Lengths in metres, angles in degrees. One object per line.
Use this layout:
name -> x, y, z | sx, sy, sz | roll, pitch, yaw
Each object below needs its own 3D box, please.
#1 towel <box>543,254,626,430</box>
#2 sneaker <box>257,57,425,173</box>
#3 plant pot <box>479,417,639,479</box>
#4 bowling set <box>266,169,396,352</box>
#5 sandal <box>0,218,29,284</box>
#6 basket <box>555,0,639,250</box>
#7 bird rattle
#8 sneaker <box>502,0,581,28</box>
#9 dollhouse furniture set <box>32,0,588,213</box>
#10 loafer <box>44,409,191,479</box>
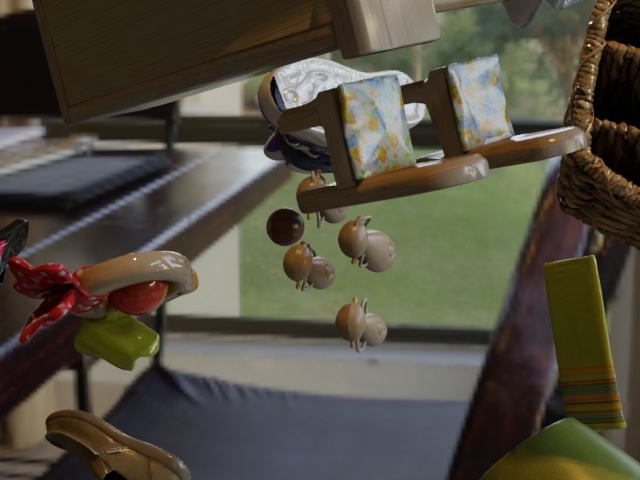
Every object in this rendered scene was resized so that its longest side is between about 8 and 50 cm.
towel -> 0.361, 0.142, 1.745 | 0.021, 0.237, 0.102 | -6, -4, -34
sneaker -> -0.025, -0.154, 1.819 | 0.236, 0.130, 0.322 | -27, -13, 40
plant pot -> 0.309, 0.353, 1.397 | 0.274, 0.275, 0.293 | -13, 59, -45
bowling set -> 0.000, 0.000, 1.700 | 0.199, 0.287, 0.154 | 3, -9, 21
sandal -> -0.400, 0.026, 1.570 | 0.040, 0.067, 0.179 | 24, 33, 11
basket -> 0.395, -0.111, 1.269 | 0.299, 0.213, 0.223 | 12, -29, 6
bird rattle -> -0.266, 0.056, 1.616 | 0.207, 0.143, 0.253 | -22, -26, 8
sneaker -> 0.133, -0.274, 1.139 | 0.137, 0.210, 0.366 | -25, -3, -36
dollhouse furniture set -> 0.040, -0.206, 0.841 | 0.256, 0.362, 0.394 | -8, 8, 44
loafer -> -0.186, 0.192, 1.118 | 0.148, 0.056, 0.050 | 16, 60, 24
